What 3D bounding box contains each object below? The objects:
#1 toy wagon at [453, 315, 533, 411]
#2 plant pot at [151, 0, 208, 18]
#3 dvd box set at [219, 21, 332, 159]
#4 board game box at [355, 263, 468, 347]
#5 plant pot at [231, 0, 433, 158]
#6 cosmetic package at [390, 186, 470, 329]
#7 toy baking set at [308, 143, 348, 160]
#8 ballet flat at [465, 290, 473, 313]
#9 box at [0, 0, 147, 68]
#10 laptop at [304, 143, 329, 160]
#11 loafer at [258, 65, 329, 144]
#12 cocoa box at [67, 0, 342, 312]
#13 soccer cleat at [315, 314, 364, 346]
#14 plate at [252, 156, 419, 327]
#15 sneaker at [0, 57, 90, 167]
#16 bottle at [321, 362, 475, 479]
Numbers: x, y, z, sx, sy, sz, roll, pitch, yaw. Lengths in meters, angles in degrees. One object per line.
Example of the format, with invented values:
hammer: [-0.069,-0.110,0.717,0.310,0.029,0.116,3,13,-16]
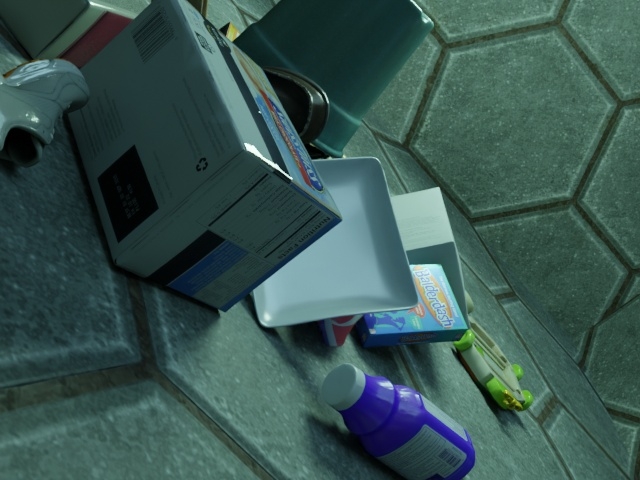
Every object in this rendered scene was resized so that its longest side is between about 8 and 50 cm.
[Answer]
toy wagon: [0.424,0.318,2.170,0.267,0.068,0.344,45,17,-19]
plant pot: [-0.295,-0.486,1.817,0.110,0.237,0.237,5,27,-7]
dvd box set: [-0.109,-0.287,1.994,0.420,0.062,0.307,50,16,-23]
board game box: [0.159,0.122,1.669,0.210,0.047,0.160,-1,51,-24]
plant pot: [0.029,-0.404,1.782,0.341,0.334,0.341,41,13,-11]
cosmetic package: [0.231,0.042,1.963,0.385,0.156,0.217,-84,161,-72]
toy baking set: [0.042,-0.161,2.035,0.256,0.030,0.197,46,22,-15]
ballet flat: [0.308,0.114,2.314,0.248,0.086,0.086,49,16,0]
box: [-0.382,-0.363,1.357,0.148,0.127,0.232,52,16,6]
laptop: [-0.116,-0.075,1.650,0.408,0.236,0.382,24,12,10]
loafer: [-0.166,-0.239,1.461,0.366,0.134,0.130,15,15,16]
cocoa box: [-0.170,-0.120,1.201,0.228,0.231,0.347,33,24,-50]
soccer cleat: [0.050,0.078,1.564,0.318,0.108,0.116,-51,139,-66]
plate: [0.000,0.000,1.401,0.278,0.045,0.277,-5,69,-23]
sneaker: [-0.353,-0.144,1.037,0.121,0.099,0.262,59,23,0]
bottle: [0.115,0.279,1.306,0.283,0.118,0.092,40,22,-32]
